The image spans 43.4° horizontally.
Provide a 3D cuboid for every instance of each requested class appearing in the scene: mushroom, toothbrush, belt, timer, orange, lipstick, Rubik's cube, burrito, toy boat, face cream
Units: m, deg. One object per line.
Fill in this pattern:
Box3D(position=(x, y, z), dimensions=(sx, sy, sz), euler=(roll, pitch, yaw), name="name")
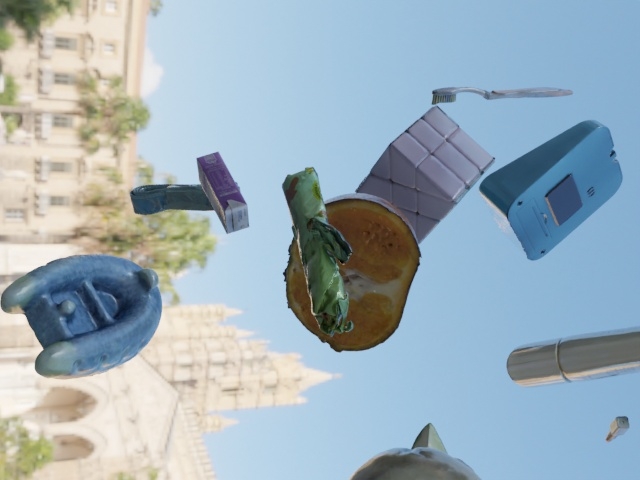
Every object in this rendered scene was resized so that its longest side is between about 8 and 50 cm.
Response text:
Box3D(position=(0.180, 0.567, 1.486), dimensions=(0.315, 0.315, 0.356), euler=(-133, -148, -58), name="mushroom")
Box3D(position=(0.406, -0.323, 1.770), dimensions=(0.028, 0.375, 0.037), euler=(-132, -138, -54), name="toothbrush")
Box3D(position=(-0.344, -0.107, 2.061), dimensions=(0.087, 0.302, 0.072), euler=(-51, 137, -67), name="belt")
Box3D(position=(0.448, -0.104, 1.540), dimensions=(0.091, 0.250, 0.232), euler=(55, 4, 40), name="timer")
Box3D(position=(0.067, 0.050, 1.594), dimensions=(0.310, 0.274, 0.274), euler=(86, -10, -58), name="orange")
Box3D(position=(0.609, 0.396, 1.665), dimensions=(0.107, 0.025, 0.025), euler=(90, -1, -55), name="lipstick")
Box3D(position=(0.268, -0.165, 2.081), dimensions=(0.221, 0.224, 0.231), euler=(43, -38, 5), name="Rubik's cube")
Box3D(position=(0.000, 0.000, 1.192), dimensions=(0.104, 0.054, 0.288), euler=(125, -41, -50), name="burrito")
Box3D(position=(-0.389, 0.113, 1.404), dimensions=(0.123, 0.330, 0.215), euler=(-40, -104, 24), name="toy boat")
Box3D(position=(0.506, 0.190, 1.372), dimensions=(0.348, 0.173, 0.081), euler=(-14, -102, 27), name="face cream")

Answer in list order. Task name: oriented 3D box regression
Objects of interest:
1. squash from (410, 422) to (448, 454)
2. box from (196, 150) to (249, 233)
Box3D(position=(0.222, 0.586, 1.850), dimensions=(0.111, 0.203, 0.289), euler=(-51, -127, 41), name="squash")
Box3D(position=(-0.136, -0.067, 1.113), dimensions=(0.051, 0.036, 0.117), euler=(90, -25, -48), name="box")
